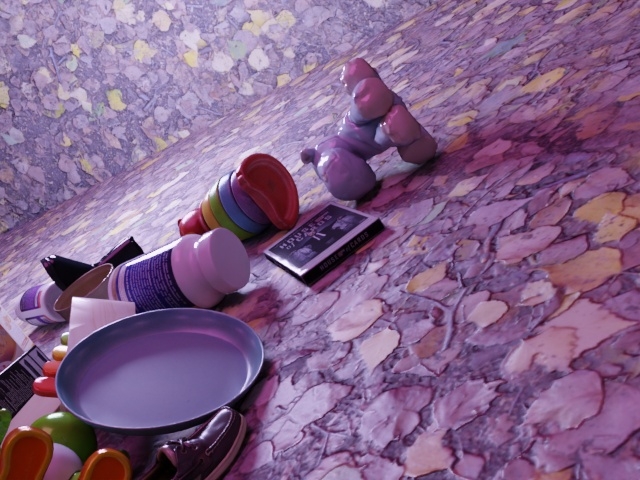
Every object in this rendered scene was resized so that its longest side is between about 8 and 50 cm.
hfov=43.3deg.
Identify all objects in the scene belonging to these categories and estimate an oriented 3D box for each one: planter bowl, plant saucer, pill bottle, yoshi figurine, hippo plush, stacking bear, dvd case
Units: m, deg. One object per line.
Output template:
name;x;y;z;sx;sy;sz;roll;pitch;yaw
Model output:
planter bowl;-0.512;0.146;1.851;0.162;0.109;0.162;-28;23;13
plant saucer;-0.244;0.203;1.250;0.318;0.043;0.317;-3;27;1
pill bottle;-0.725;0.168;2.122;0.193;0.108;0.108;-12;29;43
yoshi figurine;-0.374;0.307;1.129;0.203;0.203;0.362;-21;-6;-30
hippo plush;0.063;-0.219;1.640;0.236;0.234;0.294;-41;37;13
stacking bear;-0.203;-0.062;1.813;0.289;0.175;0.164;-30;21;31
pill bottle;-0.278;0.076;1.596;0.265;0.153;0.153;-22;23;28
dvd case;0.000;0.000;1.534;0.179;0.029;0.239;-37;21;-11

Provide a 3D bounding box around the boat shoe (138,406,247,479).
boat shoe;-0.184;0.298;1.060;0.080;0.073;0.223;-3;38;50

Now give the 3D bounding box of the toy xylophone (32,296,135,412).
toy xylophone;-0.360;0.196;1.427;0.236;0.081;0.322;10;23;-9

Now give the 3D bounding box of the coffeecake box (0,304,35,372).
coffeecake box;-0.797;0.246;1.940;0.142;0.185;0.068;-31;20;7

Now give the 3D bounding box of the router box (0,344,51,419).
router box;-0.662;0.354;1.509;0.309;0.081;0.243;-39;8;19

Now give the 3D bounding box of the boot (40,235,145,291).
boot;-0.546;0.053;1.983;0.207;0.246;0.094;-38;61;-7

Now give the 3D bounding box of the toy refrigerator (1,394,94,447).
toy refrigerator;-0.480;0.350;1.369;0.102;0.094;0.269;-11;29;31
